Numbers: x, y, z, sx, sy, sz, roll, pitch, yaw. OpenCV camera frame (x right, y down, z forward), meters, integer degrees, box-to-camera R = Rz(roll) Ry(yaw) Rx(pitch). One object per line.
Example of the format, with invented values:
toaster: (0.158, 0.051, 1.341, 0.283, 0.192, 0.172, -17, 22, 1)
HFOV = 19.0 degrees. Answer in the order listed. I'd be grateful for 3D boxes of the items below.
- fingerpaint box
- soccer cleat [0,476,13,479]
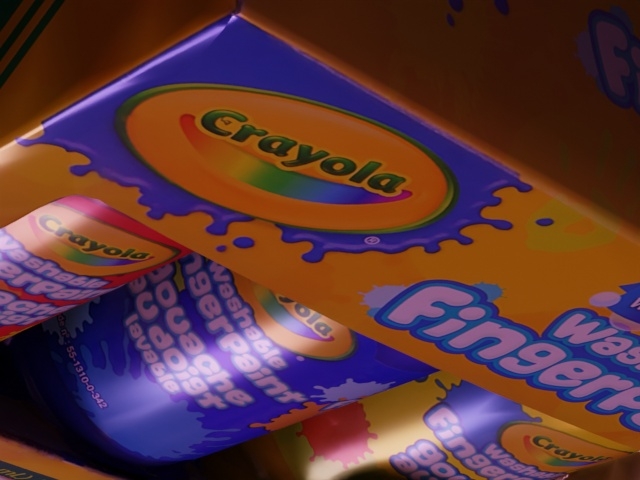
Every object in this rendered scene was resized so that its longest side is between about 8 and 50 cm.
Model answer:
fingerpaint box: (0.000, 0.000, 0.840, 0.371, 0.163, 0.445, -24, 144, 38)
soccer cleat: (-0.224, 0.061, 1.050, 0.318, 0.109, 0.116, 20, 117, -18)
